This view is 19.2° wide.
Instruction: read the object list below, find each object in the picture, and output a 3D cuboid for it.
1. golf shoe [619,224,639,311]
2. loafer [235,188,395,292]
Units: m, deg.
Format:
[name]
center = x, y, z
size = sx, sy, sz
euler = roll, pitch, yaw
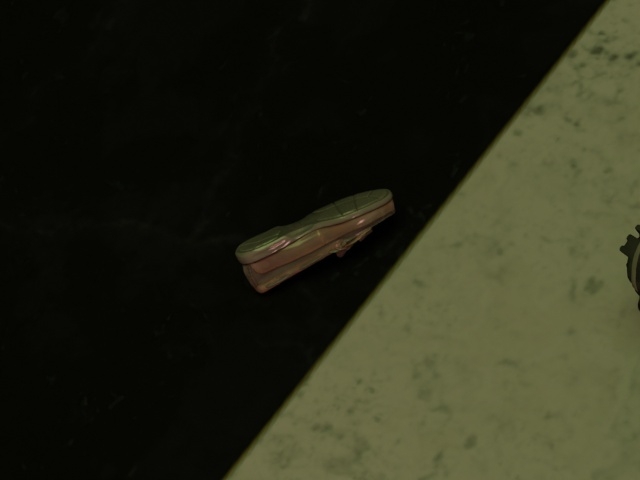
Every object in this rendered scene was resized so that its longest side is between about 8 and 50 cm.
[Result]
[golf shoe]
center = 0.327, -0.034, 1.260
size = 0.273, 0.105, 0.120
euler = -50, 49, -5
[loafer]
center = 0.000, 0.000, 1.411
size = 0.125, 0.039, 0.045
euler = -22, 18, 2
